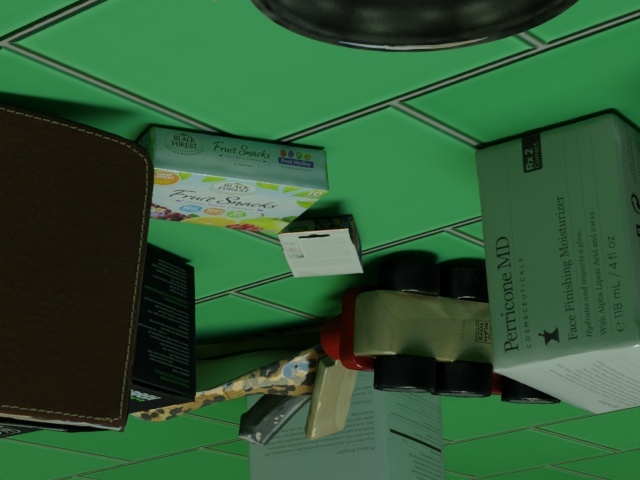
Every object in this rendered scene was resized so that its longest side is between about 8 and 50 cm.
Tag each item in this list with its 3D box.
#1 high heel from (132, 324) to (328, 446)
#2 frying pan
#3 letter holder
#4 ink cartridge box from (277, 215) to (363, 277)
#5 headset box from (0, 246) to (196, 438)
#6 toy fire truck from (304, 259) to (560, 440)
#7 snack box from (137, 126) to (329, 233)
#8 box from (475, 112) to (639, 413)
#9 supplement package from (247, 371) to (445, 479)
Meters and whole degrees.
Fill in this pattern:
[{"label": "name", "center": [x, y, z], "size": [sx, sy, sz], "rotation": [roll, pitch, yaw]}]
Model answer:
[{"label": "high heel", "center": [-0.111, 0.111, 1.646], "size": [0.261, 0.093, 0.186], "rotation": [22, 129, -26]}, {"label": "frying pan", "center": [-0.006, -0.150, 0.908], "size": [0.326, 0.053, 0.197], "rotation": [-7, 160, 17]}, {"label": "letter holder", "center": [-0.287, 0.011, 1.122], "size": [0.302, 0.214, 0.152], "rotation": [9, 170, -21]}, {"label": "ink cartridge box", "center": [0.000, 0.000, 1.371], "size": [0.063, 0.029, 0.115], "rotation": [-4, 160, 6]}, {"label": "headset box", "center": [-0.292, 0.078, 1.400], "size": [0.283, 0.131, 0.246], "rotation": [-13, 158, 28]}, {"label": "toy fire truck", "center": [0.093, 0.118, 1.573], "size": [0.217, 0.158, 0.246], "rotation": [7, 170, -28]}, {"label": "snack box", "center": [-0.078, -0.044, 1.220], "size": [0.141, 0.037, 0.100], "rotation": [6, 158, -24]}, {"label": "box", "center": [0.216, 0.024, 1.235], "size": [0.119, 0.181, 0.182], "rotation": [-15, 157, 30]}, {"label": "supplement package", "center": [0.034, 0.303, 1.843], "size": [0.178, 0.293, 0.175], "rotation": [-11, 159, 25]}]
